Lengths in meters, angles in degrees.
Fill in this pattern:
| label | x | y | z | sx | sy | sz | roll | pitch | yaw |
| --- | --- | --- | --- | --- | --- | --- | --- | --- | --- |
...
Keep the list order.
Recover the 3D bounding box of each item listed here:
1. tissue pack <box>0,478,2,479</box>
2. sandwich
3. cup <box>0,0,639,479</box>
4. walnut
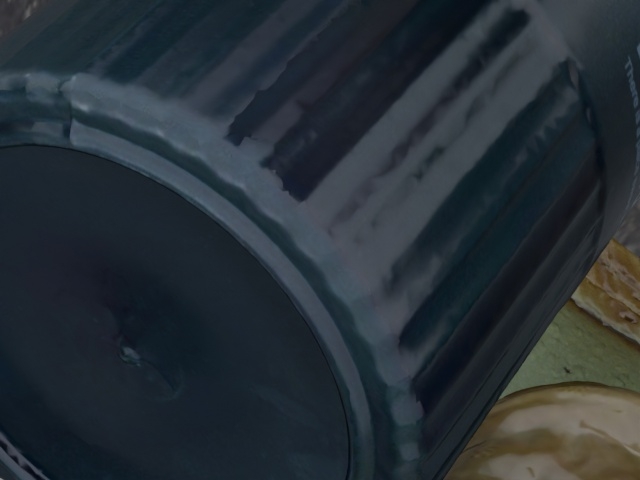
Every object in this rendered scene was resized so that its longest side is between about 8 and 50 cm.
| label | x | y | z | sx | sy | sz | roll | pitch | yaw |
| --- | --- | --- | --- | --- | --- | --- | --- | --- | --- |
| tissue pack | -0.245 | 0.079 | 1.333 | 0.124 | 0.201 | 0.271 | 38 | 84 | -12 |
| sandwich | 0.195 | 0.091 | 1.460 | 0.271 | 0.301 | 0.099 | 41 | 56 | 5 |
| cup | -0.014 | -0.013 | 0.671 | 0.242 | 0.308 | 0.292 | 36 | 44 | 5 |
| walnut | 0.184 | 0.239 | 1.151 | 0.285 | 0.296 | 0.285 | 1 | 95 | 12 |
